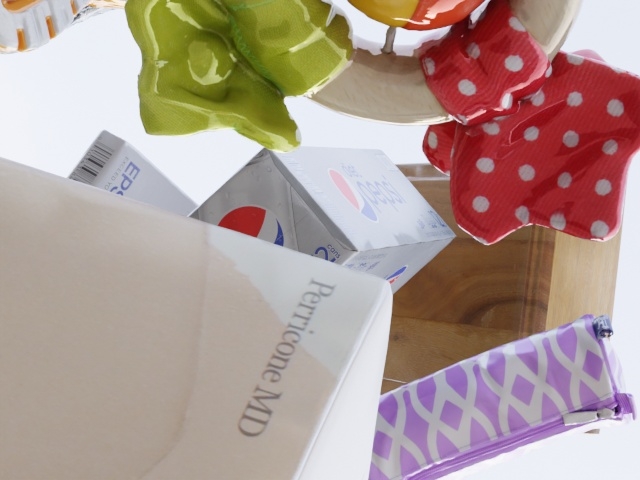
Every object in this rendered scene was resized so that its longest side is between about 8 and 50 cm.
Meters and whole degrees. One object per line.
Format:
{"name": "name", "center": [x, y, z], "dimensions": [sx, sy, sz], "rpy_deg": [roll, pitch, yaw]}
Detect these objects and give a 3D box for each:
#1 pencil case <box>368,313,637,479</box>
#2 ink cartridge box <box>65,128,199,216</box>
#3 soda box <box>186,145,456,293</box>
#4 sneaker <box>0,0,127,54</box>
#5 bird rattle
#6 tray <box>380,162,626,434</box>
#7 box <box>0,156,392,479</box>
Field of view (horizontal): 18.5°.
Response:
{"name": "pencil case", "center": [0.118, 0.124, 1.353], "dimensions": [0.206, 0.086, 0.088], "rpy_deg": [-23, -138, 10]}
{"name": "ink cartridge box", "center": [-0.179, 0.051, 1.727], "dimensions": [0.045, 0.224, 0.223], "rpy_deg": [27, -101, 45]}
{"name": "soda box", "center": [0.000, 0.000, 1.314], "dimensions": [0.098, 0.286, 0.091], "rpy_deg": [-43, -99, 14]}
{"name": "sneaker", "center": [-0.167, -0.166, 1.210], "dimensions": [0.083, 0.215, 0.084], "rpy_deg": [-13, -79, 37]}
{"name": "bird rattle", "center": [0.043, -0.103, 0.897], "dimensions": [0.143, 0.253, 0.207], "rpy_deg": [-73, 179, -54]}
{"name": "tray", "center": [0.108, 0.037, 1.639], "dimensions": [0.411, 0.076, 0.203], "rpy_deg": [-177, -86, -66]}
{"name": "box", "center": [-0.147, 0.051, 0.608], "dimensions": [0.311, 0.148, 0.121], "rpy_deg": [16, -41, 10]}
